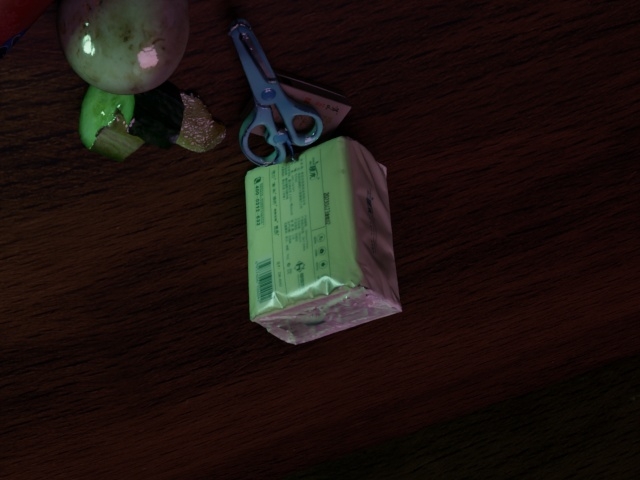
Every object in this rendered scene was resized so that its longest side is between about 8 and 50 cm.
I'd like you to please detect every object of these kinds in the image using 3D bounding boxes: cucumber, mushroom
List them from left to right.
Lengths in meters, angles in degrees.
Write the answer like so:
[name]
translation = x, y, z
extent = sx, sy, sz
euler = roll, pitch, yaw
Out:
[cucumber]
translation = -0.365, -0.248, 1.766
extent = 0.191, 0.191, 0.130
euler = -40, 138, 18
[mushroom]
translation = -0.329, -0.374, 1.629
extent = 0.244, 0.243, 0.243
euler = -15, 141, -13

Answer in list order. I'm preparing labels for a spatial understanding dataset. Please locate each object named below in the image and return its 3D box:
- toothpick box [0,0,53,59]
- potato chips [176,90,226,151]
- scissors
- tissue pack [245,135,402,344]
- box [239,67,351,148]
[toothpick box]
translation = -0.561, -0.379, 1.470
extent = 0.333, 0.204, 0.204
euler = -41, 140, 19
[potato chips]
translation = -0.277, -0.249, 1.924
extent = 0.209, 0.026, 0.142
euler = 8, 134, -33
[scissors]
translation = -0.112, -0.292, 1.865
extent = 0.180, 0.032, 0.393
euler = -23, 141, 0
[tissue pack]
translation = 0.000, 0.000, 2.029
extent = 0.297, 0.380, 0.207
euler = -17, 150, 27
[box]
translation = -0.053, -0.275, 1.988
extent = 0.201, 0.058, 0.141
euler = 11, 129, -36
